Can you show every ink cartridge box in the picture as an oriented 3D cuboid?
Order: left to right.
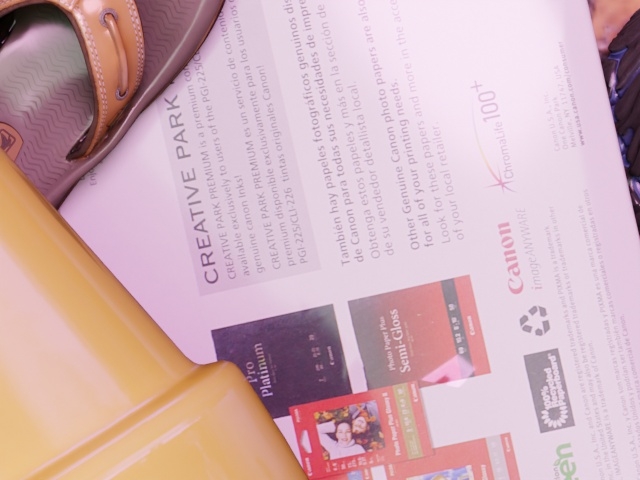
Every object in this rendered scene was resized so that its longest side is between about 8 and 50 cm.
[{"bbox_3d":[0.000,0.000,0.667,0.272,0.130,0.309,-12,91,3],"label":"ink cartridge box"}]

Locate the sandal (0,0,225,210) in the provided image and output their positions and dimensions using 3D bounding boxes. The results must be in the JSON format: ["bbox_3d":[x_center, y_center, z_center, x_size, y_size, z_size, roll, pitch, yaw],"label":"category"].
[{"bbox_3d":[-0.110,-0.076,0.578,0.090,0.060,0.219,39,94,2],"label":"sandal"}]

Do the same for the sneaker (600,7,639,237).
[{"bbox_3d":[0.200,-0.013,0.699,0.087,0.083,0.221,-15,82,-32],"label":"sneaker"}]

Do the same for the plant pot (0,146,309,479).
[{"bbox_3d":[-0.157,0.069,0.493,0.254,0.254,0.239,-30,89,1],"label":"plant pot"}]
